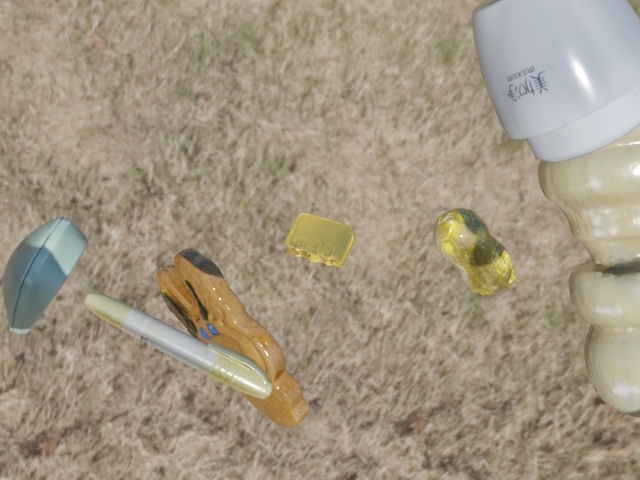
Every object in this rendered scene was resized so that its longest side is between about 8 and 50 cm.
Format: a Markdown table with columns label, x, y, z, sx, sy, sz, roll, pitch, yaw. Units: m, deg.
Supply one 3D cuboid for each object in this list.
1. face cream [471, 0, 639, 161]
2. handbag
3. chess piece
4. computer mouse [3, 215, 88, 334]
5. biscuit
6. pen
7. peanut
| label | x | y | z | sx | sy | sz | roll | pitch | yaw |
| --- | --- | --- | --- | --- | --- | --- | --- | --- | --- |
| face cream | 0.132 | -0.099 | 0.487 | 0.091 | 0.091 | 0.095 | -42 | 106 | -38 |
| handbag | 0.000 | 0.000 | 1.184 | 0.083 | 0.027 | 0.061 | 16 | 57 | 18 |
| chess piece | 0.254 | 0.016 | 0.725 | 0.142 | 0.142 | 0.261 | -9 | 93 | -27 |
| computer mouse | -0.479 | 0.055 | 1.496 | 0.097 | 0.288 | 0.160 | 32 | 57 | -16 |
| biscuit | -0.141 | 0.164 | 1.414 | 0.047 | 0.202 | 0.334 | -41 | 97 | -31 |
| pen | -0.157 | 0.113 | 0.993 | 0.233 | 0.040 | 0.032 | 27 | 21 | 1 |
| peanut | 0.240 | 0.020 | 1.385 | 0.206 | 0.087 | 0.087 | 43 | 37 | -44 |
